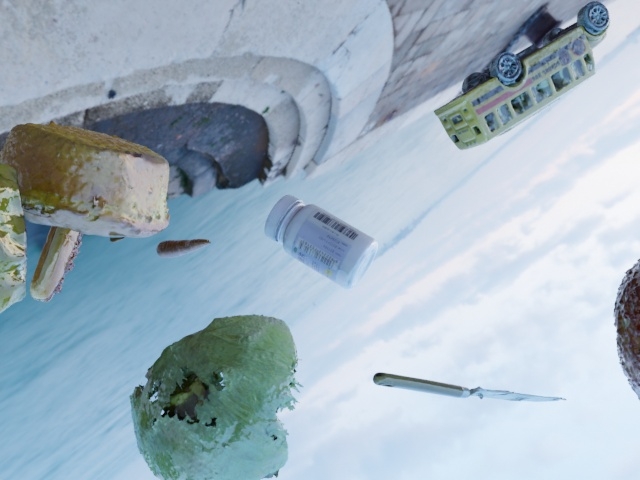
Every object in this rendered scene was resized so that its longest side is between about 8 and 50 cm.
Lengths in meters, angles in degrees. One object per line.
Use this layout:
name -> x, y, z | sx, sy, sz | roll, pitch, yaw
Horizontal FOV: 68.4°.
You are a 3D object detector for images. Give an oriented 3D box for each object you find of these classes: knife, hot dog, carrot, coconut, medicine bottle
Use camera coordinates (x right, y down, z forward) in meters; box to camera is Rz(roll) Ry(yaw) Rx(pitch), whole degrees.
knife -> 0.211, 0.204, 0.636 | 0.047, 0.297, 0.017 | 124, -26, -50
hot dog -> -0.630, 0.028, 1.144 | 0.102, 0.076, 0.250 | 144, -41, -61
carrot -> -0.332, 0.015, 1.147 | 0.216, 0.048, 0.048 | -7, -162, 40
coconut -> -0.082, 0.125, 0.360 | 0.158, 0.133, 0.055 | -46, 149, -1
medicine bottle -> 0.000, 0.000, 0.835 | 0.103, 0.186, 0.103 | -53, 163, -23

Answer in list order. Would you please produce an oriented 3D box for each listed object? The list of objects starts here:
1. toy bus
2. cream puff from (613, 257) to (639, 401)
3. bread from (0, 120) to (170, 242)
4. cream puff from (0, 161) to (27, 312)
toy bus -> 0.375, -0.291, 0.847 | 0.335, 0.123, 0.121 | -31, -174, -11
cream puff -> 0.447, 0.115, 0.565 | 0.240, 0.240, 0.163 | -36, -167, -38
bread -> -0.487, -0.130, 1.007 | 0.358, 0.336, 0.204 | -62, 173, -83
cream puff -> -0.552, -0.001, 0.703 | 0.185, 0.282, 0.282 | -3, 149, -40
